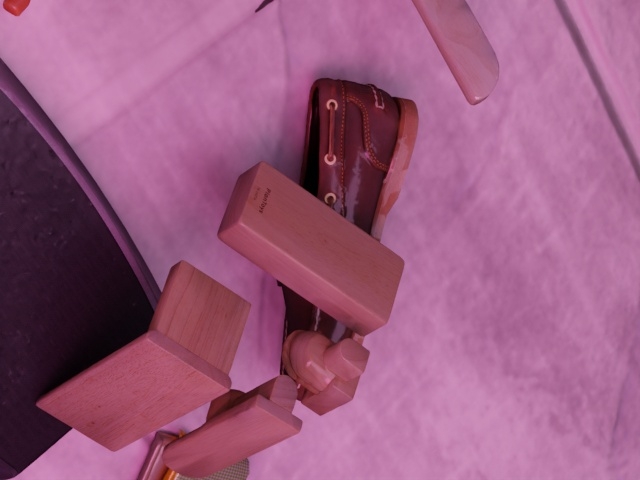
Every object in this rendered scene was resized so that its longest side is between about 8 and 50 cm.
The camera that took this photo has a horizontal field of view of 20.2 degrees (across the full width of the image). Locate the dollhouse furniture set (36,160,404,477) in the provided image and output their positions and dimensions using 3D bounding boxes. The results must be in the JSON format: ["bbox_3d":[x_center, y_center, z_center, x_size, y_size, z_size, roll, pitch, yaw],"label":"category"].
[{"bbox_3d":[-0.056,0.055,1.070,0.144,0.123,0.151,35,50,-22],"label":"dollhouse furniture set"}]

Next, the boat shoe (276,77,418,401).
[{"bbox_3d":[0.000,0.000,1.139,0.073,0.073,0.207,13,89,-25],"label":"boat shoe"}]

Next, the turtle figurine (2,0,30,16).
[{"bbox_3d":[-0.068,-0.232,0.969,0.269,0.087,0.217,-32,148,-13],"label":"turtle figurine"}]

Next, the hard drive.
[{"bbox_3d":[-0.199,0.009,1.037,0.172,0.054,0.254,-40,119,-14],"label":"hard drive"}]

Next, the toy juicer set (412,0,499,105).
[{"bbox_3d":[0.121,-0.271,1.063,0.209,0.089,0.329,41,91,12],"label":"toy juicer set"}]

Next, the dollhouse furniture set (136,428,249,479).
[{"bbox_3d":[-0.093,0.202,1.147,0.076,0.058,0.151,23,92,-32],"label":"dollhouse furniture set"}]
